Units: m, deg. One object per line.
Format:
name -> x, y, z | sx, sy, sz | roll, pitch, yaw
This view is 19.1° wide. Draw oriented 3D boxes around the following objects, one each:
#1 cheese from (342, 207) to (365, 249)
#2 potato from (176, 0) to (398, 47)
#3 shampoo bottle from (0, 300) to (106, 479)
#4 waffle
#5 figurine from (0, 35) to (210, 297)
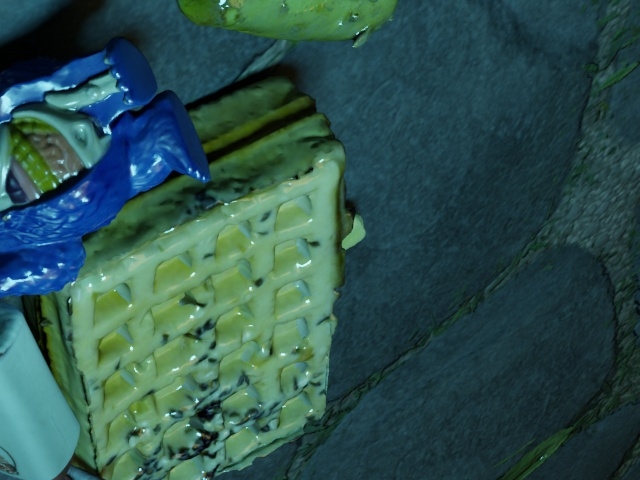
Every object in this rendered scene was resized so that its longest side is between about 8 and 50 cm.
cheese -> 0.000, 0.000, 1.660 | 0.083, 0.030, 0.044 | -31, 156, -9
potato -> -0.020, -0.187, 1.331 | 0.188, 0.085, 0.105 | -11, 118, -37
shampoo bottle -> -0.231, 0.125, 1.398 | 0.071, 0.153, 0.284 | -66, 152, -24
waffle -> -0.112, 0.067, 1.526 | 0.261, 0.114, 0.376 | -29, 149, -24
figurine -> -0.210, -0.044, 1.267 | 0.262, 0.121, 0.164 | -17, 122, -1
